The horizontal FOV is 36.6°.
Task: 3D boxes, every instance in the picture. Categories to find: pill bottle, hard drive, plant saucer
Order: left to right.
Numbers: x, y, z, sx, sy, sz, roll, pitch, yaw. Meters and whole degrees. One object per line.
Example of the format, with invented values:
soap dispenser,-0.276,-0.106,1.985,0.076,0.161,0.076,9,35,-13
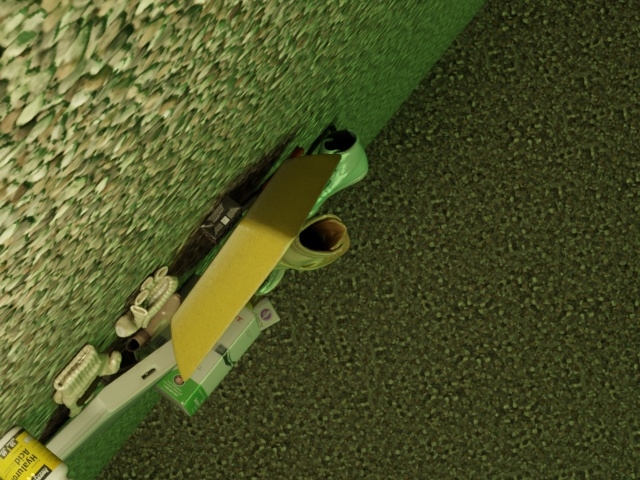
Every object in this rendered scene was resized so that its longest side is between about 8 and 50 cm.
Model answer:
pill bottle,-0.368,0.298,1.250,0.065,0.116,0.065,-51,179,-1
hard drive,-0.353,0.279,1.596,0.307,0.040,0.203,-43,176,40
plant saucer,-0.117,0.019,1.558,0.333,0.081,0.333,-53,-175,31

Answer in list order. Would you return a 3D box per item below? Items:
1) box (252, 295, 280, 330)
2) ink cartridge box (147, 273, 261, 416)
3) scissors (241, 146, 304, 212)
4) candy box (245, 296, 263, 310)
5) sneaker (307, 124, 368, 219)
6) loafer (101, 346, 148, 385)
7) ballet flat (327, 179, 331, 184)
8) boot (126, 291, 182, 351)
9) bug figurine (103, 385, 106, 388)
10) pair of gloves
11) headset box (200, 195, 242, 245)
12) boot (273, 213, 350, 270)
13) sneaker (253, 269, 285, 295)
box,-0.248,0.231,2.200,0.324,0.067,0.063,-29,-174,-7
ink cartridge box,-0.230,0.188,1.765,0.208,0.153,0.087,-49,160,-17
scissors,-0.111,-0.072,1.719,0.297,0.021,0.109,-50,179,-43
candy box,-0.188,0.109,2.124,0.053,0.109,0.187,-16,-167,23
sneaker,-0.019,-0.140,2.015,0.256,0.094,0.151,-35,150,-11
loafer,-0.328,0.204,1.649,0.039,0.045,0.125,-59,171,33
ballet flat,-0.075,-0.067,1.892,0.241,0.077,0.091,-47,179,-27
boot,-0.277,0.140,1.603,0.087,0.042,0.118,-47,176,-40
bug figurine,-0.326,0.236,1.933,0.216,0.072,0.279,-51,178,12
pair of gloves,-0.286,0.144,1.383,0.240,0.042,0.204,-51,179,-24
headset box,-0.148,-0.028,1.452,0.062,0.032,0.083,-51,180,-8
boot,0.000,0.000,1.997,0.262,0.095,0.203,-5,171,-38
sneaker,-0.117,0.012,2.103,0.093,0.088,0.225,43,64,-61
